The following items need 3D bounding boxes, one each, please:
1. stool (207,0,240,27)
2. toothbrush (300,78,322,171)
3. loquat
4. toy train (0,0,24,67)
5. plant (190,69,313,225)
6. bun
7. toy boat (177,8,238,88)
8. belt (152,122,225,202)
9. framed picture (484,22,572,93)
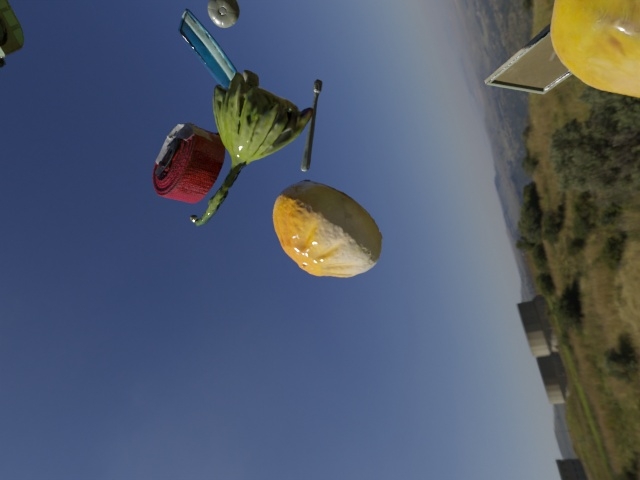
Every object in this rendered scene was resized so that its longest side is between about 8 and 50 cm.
[{"bbox_3d":[-0.297,-0.723,1.270,0.096,0.096,0.110,56,-165,-31],"label":"stool"},{"bbox_3d":[-0.029,-0.373,1.328,0.030,0.030,0.297,-106,25,-77],"label":"toothbrush"},{"bbox_3d":[0.398,-0.269,0.485,0.234,0.175,0.187,29,-163,9],"label":"loquat"},{"bbox_3d":[-0.838,-0.577,0.948,0.159,0.129,0.326,-88,-9,-49],"label":"toy train"},{"bbox_3d":[-0.143,-0.169,0.854,0.180,0.251,0.333,6,-81,-29],"label":"plant"},{"bbox_3d":[0.000,0.000,1.017,0.164,0.299,0.299,-53,-51,-19],"label":"bun"},{"bbox_3d":[-0.305,-0.516,1.147,0.096,0.062,0.299,48,-179,26],"label":"toy boat"},{"bbox_3d":[-0.333,-0.191,1.003,0.128,0.200,0.124,45,-160,30],"label":"belt"},{"bbox_3d":[0.637,-0.499,1.049,0.248,0.335,0.022,-3,-107,-25],"label":"framed picture"}]
